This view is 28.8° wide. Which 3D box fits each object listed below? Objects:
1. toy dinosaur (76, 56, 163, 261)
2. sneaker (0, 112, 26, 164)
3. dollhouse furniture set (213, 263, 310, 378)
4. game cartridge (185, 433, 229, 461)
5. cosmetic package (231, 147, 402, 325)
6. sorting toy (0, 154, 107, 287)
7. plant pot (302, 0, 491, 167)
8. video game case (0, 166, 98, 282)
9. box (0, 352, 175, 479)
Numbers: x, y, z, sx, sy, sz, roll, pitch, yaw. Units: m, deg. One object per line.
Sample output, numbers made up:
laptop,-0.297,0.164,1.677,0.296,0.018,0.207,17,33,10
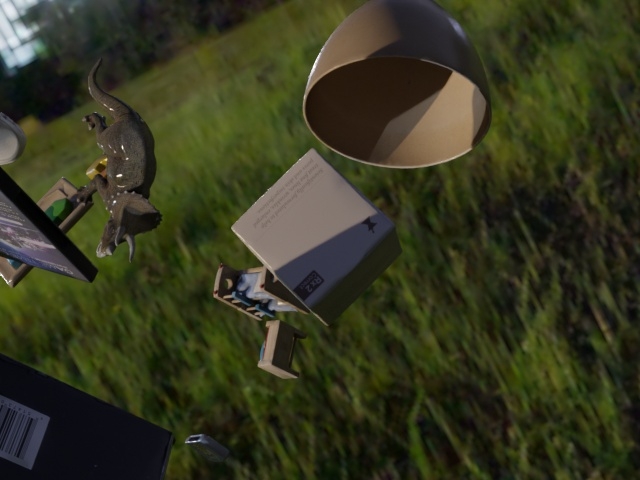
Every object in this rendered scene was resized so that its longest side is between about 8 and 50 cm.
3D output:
toy dinosaur,-0.304,-0.126,1.952,0.121,0.313,0.160,4,1,-44
sneaker,-0.642,-0.194,2.100,0.110,0.292,0.118,-69,19,8
dollhouse furniture set,-0.111,0.141,2.212,0.129,0.129,0.184,-10,61,40
game cartridge,-0.168,0.312,1.869,0.017,0.056,0.083,-61,14,-21
cosmetic package,0.000,0.000,1.627,0.151,0.151,0.184,-45,-13,-4
sorting toy,-0.495,-0.058,2.312,0.307,0.041,0.229,-47,27,-7
plant pot,0.122,-0.268,1.910,0.284,0.284,0.191,-21,51,39
video game case,-0.408,-0.041,1.502,0.196,0.274,0.026,14,68,26
box,-0.378,0.275,1.266,0.312,0.343,0.179,-52,18,37
